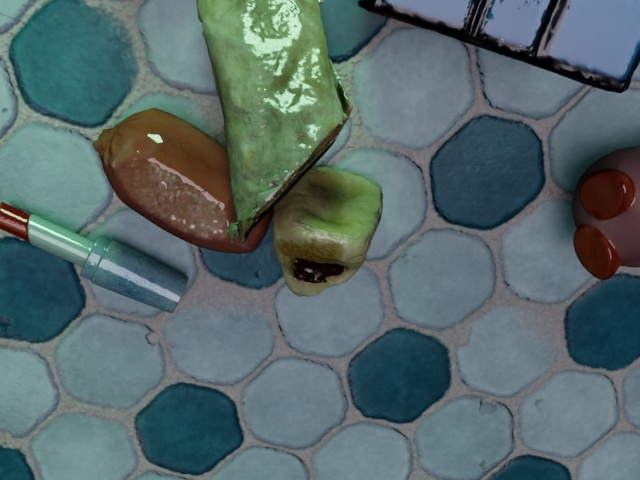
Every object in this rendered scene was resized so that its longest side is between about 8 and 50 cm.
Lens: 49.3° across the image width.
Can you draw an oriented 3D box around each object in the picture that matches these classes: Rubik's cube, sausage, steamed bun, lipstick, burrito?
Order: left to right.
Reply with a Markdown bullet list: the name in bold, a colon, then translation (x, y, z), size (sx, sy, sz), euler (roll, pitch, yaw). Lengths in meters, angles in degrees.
- **lipstick**: translation (-0.324, 0.021, 0.985), size (0.274, 0.061, 0.068), euler (26, 108, -12)
- **sausage**: translation (-0.175, -0.076, 0.923), size (0.255, 0.148, 0.148), euler (32, 105, -10)
- **burrito**: translation (-0.052, -0.181, 0.855), size (0.175, 0.107, 0.347), euler (-10, 81, 10)
- **steamed bun**: translation (0.000, 0.000, 0.957), size (0.141, 0.172, 0.155), euler (16, 126, 2)
- **Rubik's cube**: translation (0.216, -0.349, 0.762), size (0.284, 0.293, 0.288), euler (15, 106, -7)

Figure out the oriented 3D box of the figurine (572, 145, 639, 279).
- **figurine**: translation (0.433, -0.046, 0.950), size (0.173, 0.173, 0.173), euler (-1, 109, -3)
